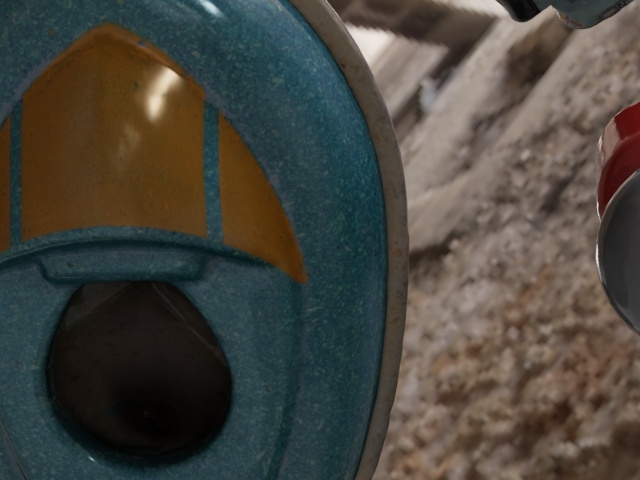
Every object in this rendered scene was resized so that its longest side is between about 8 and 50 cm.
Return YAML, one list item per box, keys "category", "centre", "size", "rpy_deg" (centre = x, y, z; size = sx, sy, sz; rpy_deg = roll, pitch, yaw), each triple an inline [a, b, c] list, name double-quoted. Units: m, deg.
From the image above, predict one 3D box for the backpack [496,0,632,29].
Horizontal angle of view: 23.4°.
- category: "backpack"
  centre: [0.168, -0.233, 0.930]
  size: [0.144, 0.188, 0.166]
  rpy_deg: [30, 38, -34]

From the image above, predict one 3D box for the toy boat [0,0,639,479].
- category: "toy boat"
  centre: [0.000, 0.000, 0.547]
  size: [0.148, 0.318, 0.267]
  rpy_deg: [-79, 162, -69]
